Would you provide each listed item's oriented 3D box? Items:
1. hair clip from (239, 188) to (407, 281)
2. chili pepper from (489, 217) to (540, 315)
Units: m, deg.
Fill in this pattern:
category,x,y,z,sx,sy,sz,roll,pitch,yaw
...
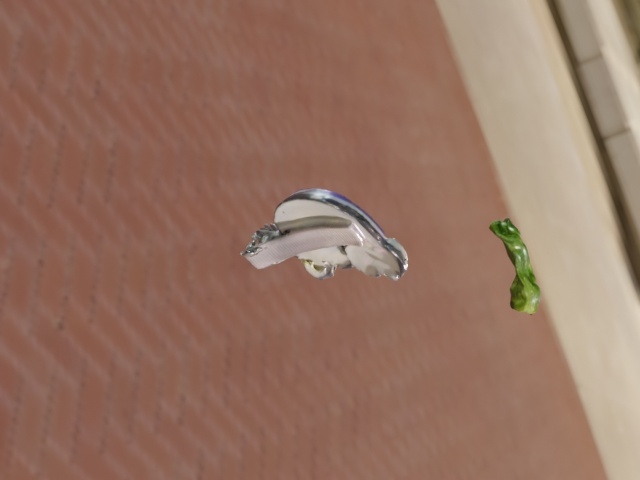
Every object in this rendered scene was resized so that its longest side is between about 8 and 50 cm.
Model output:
category,x,y,z,sx,sy,sz,roll,pitch,yaw
hair clip,0.000,-0.001,1.557,0.116,0.172,0.049,48,51,-33
chili pepper,0.161,0.020,1.296,0.034,0.030,0.091,-31,115,-26
